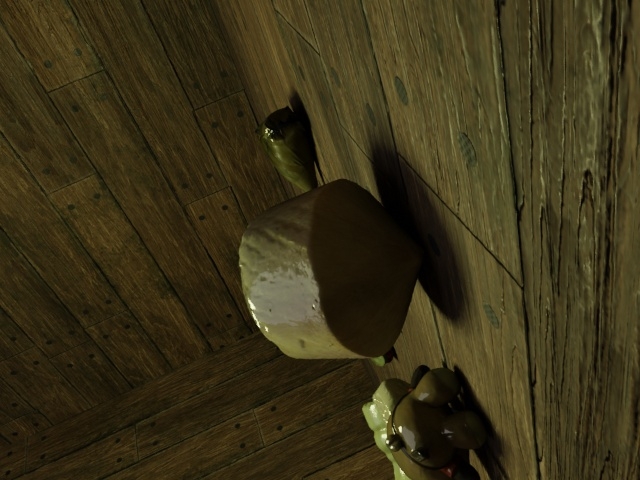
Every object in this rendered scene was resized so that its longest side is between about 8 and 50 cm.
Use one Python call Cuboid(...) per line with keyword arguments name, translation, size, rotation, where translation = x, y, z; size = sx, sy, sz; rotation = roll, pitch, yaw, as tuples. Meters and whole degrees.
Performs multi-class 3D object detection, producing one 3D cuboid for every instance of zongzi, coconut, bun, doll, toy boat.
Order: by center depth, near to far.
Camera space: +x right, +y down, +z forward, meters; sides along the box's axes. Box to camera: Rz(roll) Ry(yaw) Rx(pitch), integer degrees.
Cuboid(name="coconut", translation=(0.030, 0.048, 1.002), size=(0.329, 0.328, 0.329), rotation=(156, 90, -86))
Cuboid(name="doll", translation=(0.212, 0.381, 1.166), size=(0.235, 0.174, 0.330), rotation=(56, 170, 30))
Cuboid(name="bun", translation=(0.235, 0.464, 1.588), size=(0.231, 0.133, 0.231), rotation=(156, 90, -84))
Cuboid(name="zongzi", translation=(-0.057, -0.216, 1.630), size=(0.289, 0.123, 0.260), rotation=(57, 175, -11))
Cuboid(name="toy boat", translation=(0.189, 0.337, 1.884), size=(0.089, 0.071, 0.185), rotation=(10, 139, 31))

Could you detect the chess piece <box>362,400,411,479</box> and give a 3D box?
Cuboid(name="chess piece", translation=(0.280, 0.681, 1.815), size=(0.234, 0.234, 0.442), rotation=(80, 170, -73))
